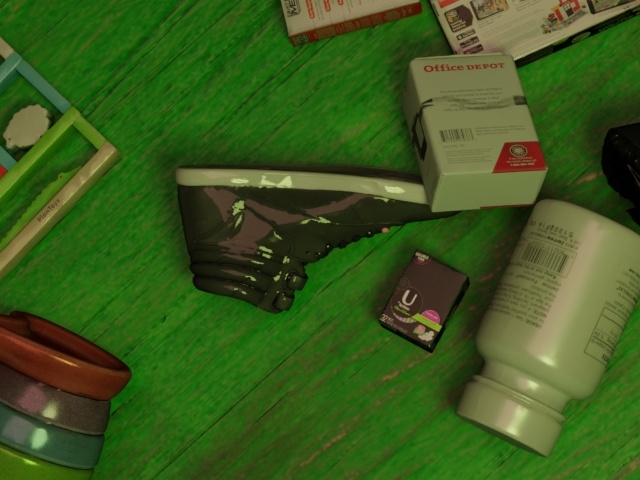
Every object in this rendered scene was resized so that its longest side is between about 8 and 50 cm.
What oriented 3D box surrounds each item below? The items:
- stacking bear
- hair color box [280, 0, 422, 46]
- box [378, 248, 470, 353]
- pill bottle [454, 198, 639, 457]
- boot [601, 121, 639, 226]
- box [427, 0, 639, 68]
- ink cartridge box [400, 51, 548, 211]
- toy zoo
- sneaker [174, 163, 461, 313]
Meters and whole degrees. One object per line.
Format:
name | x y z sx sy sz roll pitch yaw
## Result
stacking bear | -0.314 0.230 1.942 0.164 0.175 0.289 24 93 17
hair color box | 0.029 -0.256 2.039 0.141 0.043 0.072 -14 79 3
box | 0.104 0.061 1.969 0.062 0.052 0.083 29 83 9
pill bottle | 0.224 0.087 1.910 0.131 0.131 0.229 25 84 10
boot | 0.368 -0.126 1.914 0.207 0.094 0.246 -14 72 -16
box | 0.224 -0.249 2.019 0.207 0.036 0.114 -23 78 2
ink cartridge box | 0.149 -0.108 1.938 0.109 0.063 0.150 -4 54 -12
toy zoo | -0.377 -0.121 2.069 0.293 0.030 0.192 42 87 12
sneaker | 0.000 0.000 1.977 0.295 0.104 0.147 1 97 -2
